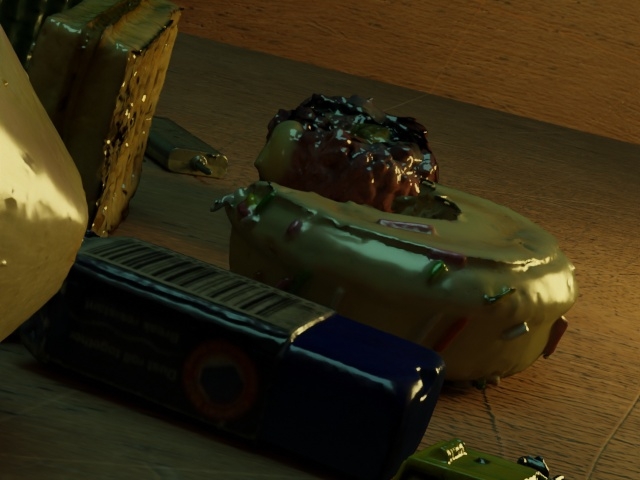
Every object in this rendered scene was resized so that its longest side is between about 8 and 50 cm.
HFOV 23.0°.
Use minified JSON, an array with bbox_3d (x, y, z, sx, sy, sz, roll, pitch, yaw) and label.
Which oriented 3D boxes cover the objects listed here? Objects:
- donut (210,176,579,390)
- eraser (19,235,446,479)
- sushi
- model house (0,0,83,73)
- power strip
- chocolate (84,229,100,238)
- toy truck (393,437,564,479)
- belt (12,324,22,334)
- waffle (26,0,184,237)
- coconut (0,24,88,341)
[{"bbox_3d":[0.097,0.039,1.573,0.307,0.150,0.371,25,17,37],"label":"donut"},{"bbox_3d":[-0.071,0.090,1.288,0.332,0.101,0.155,20,14,15],"label":"eraser"},{"bbox_3d":[0.030,-0.080,1.961,0.236,0.171,0.270,11,18,-14],"label":"sushi"},{"bbox_3d":[-0.452,-0.445,2.374,0.395,0.445,0.400,19,14,14],"label":"model house"},{"bbox_3d":[-0.208,-0.134,2.229,0.092,0.034,0.268,7,15,-30],"label":"power strip"},{"bbox_3d":[-0.286,0.011,1.504,0.147,0.072,0.070,7,54,3],"label":"chocolate"},{"bbox_3d":[0.170,0.217,0.992,0.286,0.111,0.136,22,13,22],"label":"toy truck"},{"bbox_3d":[-0.286,0.023,1.377,0.147,0.082,0.163,29,11,9],"label":"belt"},{"bbox_3d":[-0.244,-0.134,1.694,0.114,0.261,0.376,19,13,-2],"label":"waffle"},{"bbox_3d":[-0.329,-0.026,1.049,0.352,0.353,0.352,13,13,-3],"label":"coconut"}]
